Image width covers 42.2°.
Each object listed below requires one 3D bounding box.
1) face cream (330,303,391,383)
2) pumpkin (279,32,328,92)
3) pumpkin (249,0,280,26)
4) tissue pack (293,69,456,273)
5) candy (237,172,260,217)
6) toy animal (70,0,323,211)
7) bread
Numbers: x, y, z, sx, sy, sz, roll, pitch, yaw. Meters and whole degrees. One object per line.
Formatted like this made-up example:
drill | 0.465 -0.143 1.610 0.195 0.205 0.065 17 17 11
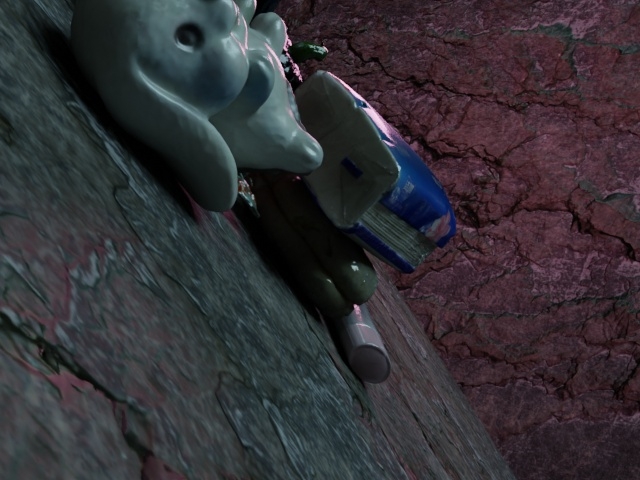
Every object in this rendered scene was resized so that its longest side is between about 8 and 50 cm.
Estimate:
face cream | 0.047 0.121 1.199 0.084 0.057 0.198 52 9 -30
pumpkin | -0.105 -0.386 1.814 0.248 0.248 0.248 55 6 -8
pumpkin | -0.206 -0.418 1.065 0.363 0.266 0.363 50 8 -9
tissue pack | 0.070 -0.085 1.124 0.209 0.137 0.270 59 11 26
candy | -0.142 -0.139 1.062 0.086 0.059 0.292 44 12 -51
toy animal | -0.130 -0.177 0.842 0.289 0.174 0.249 52 18 -44
bread | -0.036 -0.043 1.191 0.183 0.102 0.337 51 7 -42
